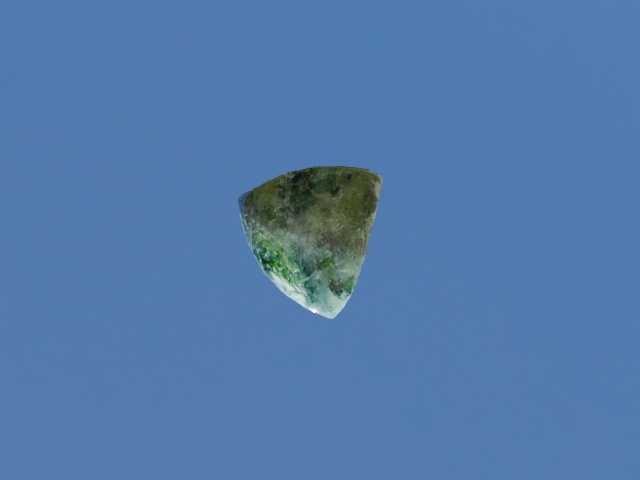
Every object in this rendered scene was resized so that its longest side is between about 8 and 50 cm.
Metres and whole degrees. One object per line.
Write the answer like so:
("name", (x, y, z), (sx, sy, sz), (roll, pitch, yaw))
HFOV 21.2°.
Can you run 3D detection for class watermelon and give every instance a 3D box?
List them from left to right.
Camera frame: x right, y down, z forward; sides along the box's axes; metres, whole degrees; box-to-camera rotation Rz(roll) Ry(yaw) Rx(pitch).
("watermelon", (0.000, 0.000, 0.937), (0.085, 0.061, 0.085), (2, -82, 14))
